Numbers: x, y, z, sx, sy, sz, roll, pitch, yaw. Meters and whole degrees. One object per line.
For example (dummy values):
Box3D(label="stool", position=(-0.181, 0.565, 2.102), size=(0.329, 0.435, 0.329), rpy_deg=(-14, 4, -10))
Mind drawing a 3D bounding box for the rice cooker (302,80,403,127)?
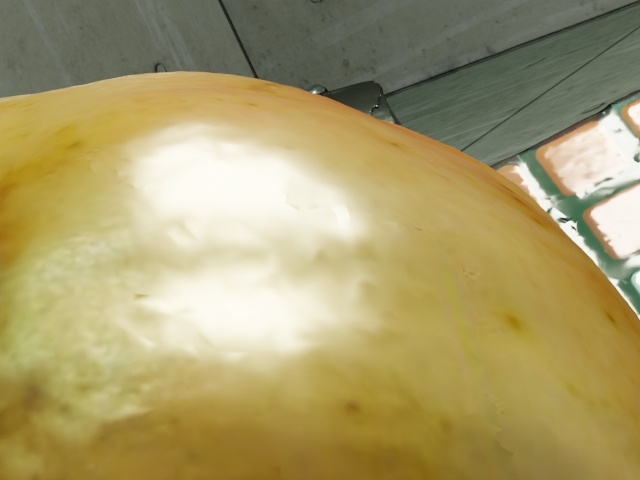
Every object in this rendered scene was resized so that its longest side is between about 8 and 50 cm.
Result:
Box3D(label="rice cooker", position=(0.000, 0.000, 1.715), size=(0.224, 0.267, 0.267), rpy_deg=(-28, 9, 4))

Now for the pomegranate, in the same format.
Box3D(label="pomegranate", position=(-0.046, 0.146, 0.635), size=(0.411, 0.411, 0.411), rpy_deg=(-25, 9, 4))

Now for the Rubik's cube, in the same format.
Box3D(label="Rubik's cube", position=(0.179, 0.036, 1.072), size=(0.163, 0.162, 0.160), rpy_deg=(-26, 49, -5))
